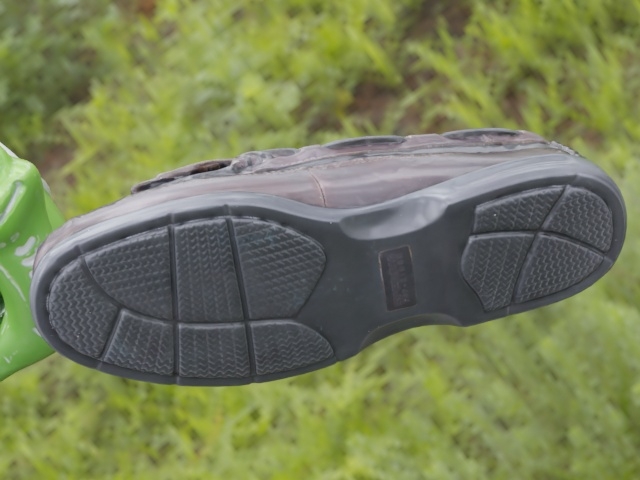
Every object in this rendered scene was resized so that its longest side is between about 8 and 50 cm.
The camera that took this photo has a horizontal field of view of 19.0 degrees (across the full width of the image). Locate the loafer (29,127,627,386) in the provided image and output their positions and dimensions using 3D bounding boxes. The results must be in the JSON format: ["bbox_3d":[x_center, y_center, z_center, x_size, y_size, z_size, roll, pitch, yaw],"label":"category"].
[{"bbox_3d":[0.000,0.000,0.970,0.302,0.109,0.095,-8,30,-12],"label":"loafer"}]

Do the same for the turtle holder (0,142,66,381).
[{"bbox_3d":[-0.285,0.026,1.280,0.243,0.227,0.320,-34,14,-5],"label":"turtle holder"}]
